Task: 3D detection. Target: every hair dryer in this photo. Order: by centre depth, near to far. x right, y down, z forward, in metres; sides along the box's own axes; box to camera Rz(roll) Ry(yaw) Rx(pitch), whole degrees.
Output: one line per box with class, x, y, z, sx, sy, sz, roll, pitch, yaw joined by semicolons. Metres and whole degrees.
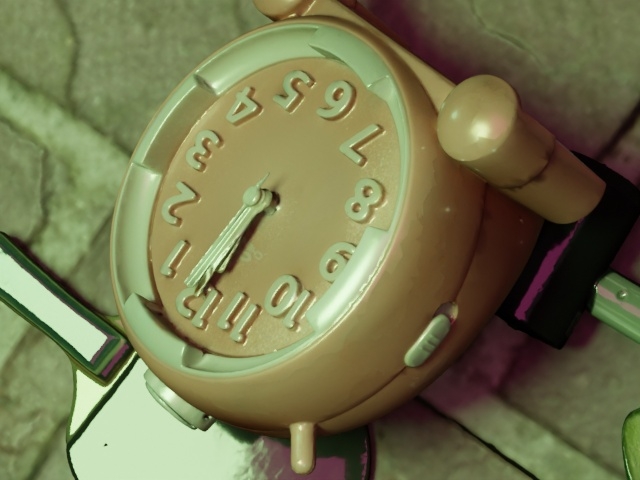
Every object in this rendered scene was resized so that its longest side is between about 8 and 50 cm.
hair dryer;0.189;0.042;0.969;0.197;0.057;0.100;33;88;5

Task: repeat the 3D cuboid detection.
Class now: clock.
clock;0.000;0.000;0.948;0.241;0.142;0.227;-52;48;3

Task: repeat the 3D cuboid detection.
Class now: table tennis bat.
table tennis bat;-0.095;0.087;1.023;0.274;0.021;0.154;38;87;12

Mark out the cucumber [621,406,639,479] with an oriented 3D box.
cucumber;0.197;0.138;0.953;0.067;0.035;0.107;-22;76;-12
